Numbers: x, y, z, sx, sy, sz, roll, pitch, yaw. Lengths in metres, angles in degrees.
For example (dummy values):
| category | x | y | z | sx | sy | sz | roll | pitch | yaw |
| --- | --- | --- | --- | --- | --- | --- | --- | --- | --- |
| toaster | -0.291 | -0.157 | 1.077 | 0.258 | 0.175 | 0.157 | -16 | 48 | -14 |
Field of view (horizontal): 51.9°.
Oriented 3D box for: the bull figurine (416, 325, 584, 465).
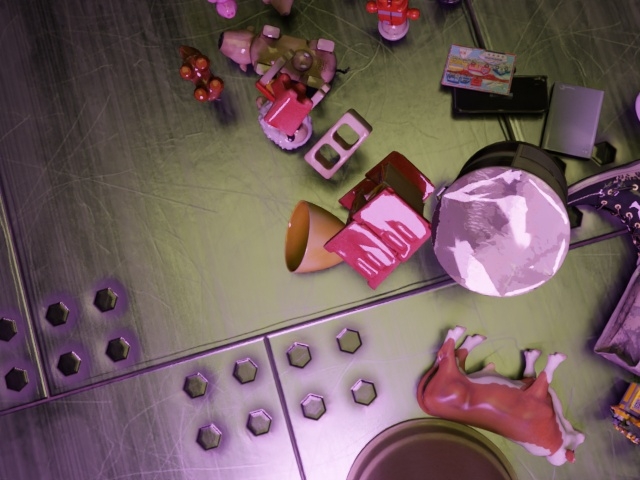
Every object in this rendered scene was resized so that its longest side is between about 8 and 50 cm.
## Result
| category | x | y | z | sx | sy | sz | roll | pitch | yaw |
| --- | --- | --- | --- | --- | --- | --- | --- | --- | --- |
| bull figurine | 0.333 | 0.275 | 1.169 | 0.310 | 0.101 | 0.189 | 15 | 81 | 3 |

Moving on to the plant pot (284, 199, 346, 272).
| category | x | y | z | sx | sy | sz | roll | pitch | yaw |
| --- | --- | --- | --- | --- | --- | --- | --- | --- | --- |
| plant pot | 0.000 | 0.000 | 1.214 | 0.095 | 0.134 | 0.134 | 10 | 84 | -20 |

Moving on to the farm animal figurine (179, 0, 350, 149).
| category | x | y | z | sx | sy | sz | roll | pitch | yaw |
| --- | --- | --- | --- | --- | --- | --- | --- | --- | --- |
| farm animal figurine | -0.101 | -0.383 | 1.233 | 0.326 | 0.172 | 0.330 | 29 | 100 | -12 |

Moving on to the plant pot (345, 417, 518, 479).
| category | x | y | z | sx | sy | sz | roll | pitch | yaw |
| --- | --- | --- | --- | --- | --- | --- | --- | --- | --- |
| plant pot | 0.194 | 0.478 | 1.051 | 0.333 | 0.305 | 0.334 | 0 | 84 | 4 |

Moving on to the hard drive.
| category | x | y | z | sx | sy | sz | roll | pitch | yaw |
| --- | --- | --- | --- | --- | --- | --- | --- | --- | --- |
| hard drive | 0.478 | -0.227 | 1.253 | 0.094 | 0.022 | 0.135 | 13 | 84 | 5 |

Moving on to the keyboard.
| category | x | y | z | sx | sy | sz | roll | pitch | yaw |
| --- | --- | --- | --- | --- | --- | --- | --- | --- | --- |
| keyboard | 0.345 | -0.291 | 1.266 | 0.180 | 0.023 | 0.108 | 1 | 74 | 3 |

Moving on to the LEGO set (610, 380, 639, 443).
| category | x | y | z | sx | sy | sz | roll | pitch | yaw |
| --- | --- | --- | --- | --- | --- | --- | --- | --- | --- |
| LEGO set | 0.603 | 0.385 | 1.051 | 0.254 | 0.331 | 0.192 | 31 | 88 | -14 |

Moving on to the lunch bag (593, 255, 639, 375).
| category | x | y | z | sx | sy | sz | roll | pitch | yaw |
| --- | --- | --- | --- | --- | --- | --- | --- | --- | --- |
| lunch bag | 0.654 | 0.127 | 1.121 | 0.235 | 0.169 | 0.287 | 27 | 91 | -5 |

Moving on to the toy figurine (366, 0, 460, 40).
| category | x | y | z | sx | sy | sz | roll | pitch | yaw |
| --- | --- | --- | --- | --- | --- | --- | --- | --- | --- |
| toy figurine | 0.158 | -0.516 | 1.249 | 0.213 | 0.148 | 0.210 | -34 | 77 | 1 |

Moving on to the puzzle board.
| category | x | y | z | sx | sy | sz | roll | pitch | yaw |
| --- | --- | --- | --- | --- | --- | --- | --- | --- | --- |
| puzzle board | 0.305 | -0.330 | 1.262 | 0.128 | 0.011 | 0.097 | 13 | 69 | 10 |

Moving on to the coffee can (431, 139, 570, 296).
| category | x | y | z | sx | sy | sz | roll | pitch | yaw |
| --- | --- | --- | --- | --- | --- | --- | --- | --- | --- |
| coffee can | 0.305 | -0.047 | 1.086 | 0.201 | 0.275 | 0.202 | 5 | 107 | 18 |

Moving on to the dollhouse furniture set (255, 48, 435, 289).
| category | x | y | z | sx | sy | sz | roll | pitch | yaw |
| --- | --- | --- | --- | --- | --- | --- | --- | --- | --- |
| dollhouse furniture set | 0.017 | -0.125 | 1.115 | 0.374 | 0.201 | 0.152 | 42 | 116 | -9 |

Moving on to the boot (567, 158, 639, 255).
| category | x | y | z | sx | sy | sz | roll | pitch | yaw |
| --- | --- | --- | --- | --- | --- | --- | --- | --- | --- |
| boot | 0.553 | -0.045 | 1.199 | 0.236 | 0.085 | 0.179 | -19 | 86 | 3 |

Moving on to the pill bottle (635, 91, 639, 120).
| category | x | y | z | sx | sy | sz | roll | pitch | yaw |
| --- | --- | --- | --- | --- | --- | --- | --- | --- | --- |
| pill bottle | 0.729 | -0.294 | 1.176 | 0.283 | 0.161 | 0.161 | -40 | 83 | -1 |
